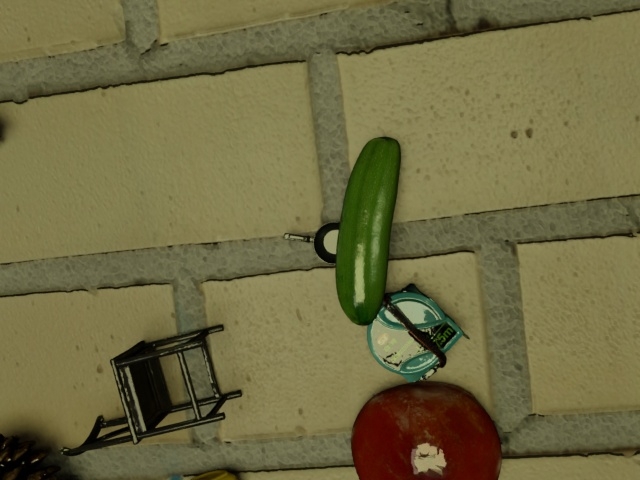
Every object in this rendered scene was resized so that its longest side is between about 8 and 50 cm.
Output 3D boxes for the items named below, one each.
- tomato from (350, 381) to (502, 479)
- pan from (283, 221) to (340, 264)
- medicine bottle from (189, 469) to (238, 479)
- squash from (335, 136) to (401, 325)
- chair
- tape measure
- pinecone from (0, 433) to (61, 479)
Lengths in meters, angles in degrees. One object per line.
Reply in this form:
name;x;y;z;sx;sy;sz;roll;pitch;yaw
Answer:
tomato;0.157;0.321;1.153;0.233;0.139;0.200;-3;88;9
pan;0.000;0.000;1.205;0.115;0.023;0.068;10;97;4
medicine bottle;-0.146;0.508;1.249;0.095;0.064;0.260;-17;92;11
squash;0.068;-0.019;1.149;0.082;0.082;0.292;7;83;7
chair;-0.274;0.236;1.204;0.260;0.154;0.141;-15;92;6
tape measure;0.136;0.143;1.170;0.146;0.081;0.125;44;96;3
pinecone;-0.510;0.420;1.243;0.204;0.179;0.184;45;122;-14
